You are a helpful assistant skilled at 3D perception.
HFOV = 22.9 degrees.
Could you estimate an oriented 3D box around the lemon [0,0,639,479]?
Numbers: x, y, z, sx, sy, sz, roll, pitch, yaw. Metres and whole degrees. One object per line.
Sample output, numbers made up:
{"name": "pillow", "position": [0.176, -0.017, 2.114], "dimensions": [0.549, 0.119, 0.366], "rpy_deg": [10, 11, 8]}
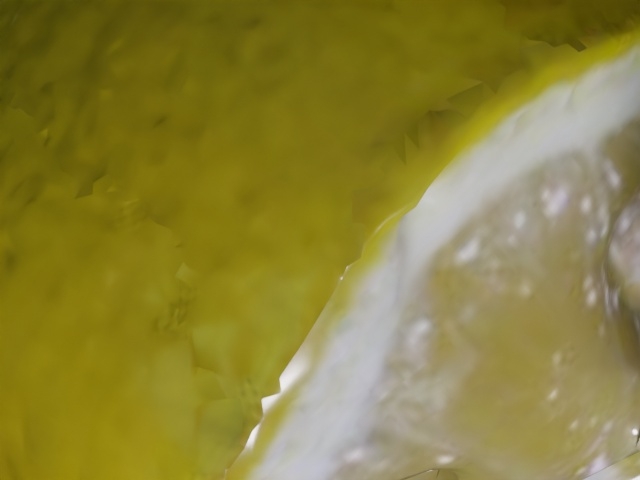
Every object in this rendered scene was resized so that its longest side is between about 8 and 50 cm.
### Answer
{"name": "lemon", "position": [0.000, 0.000, 0.589], "dimensions": [0.364, 0.364, 0.364], "rpy_deg": [14, 112, 40]}
